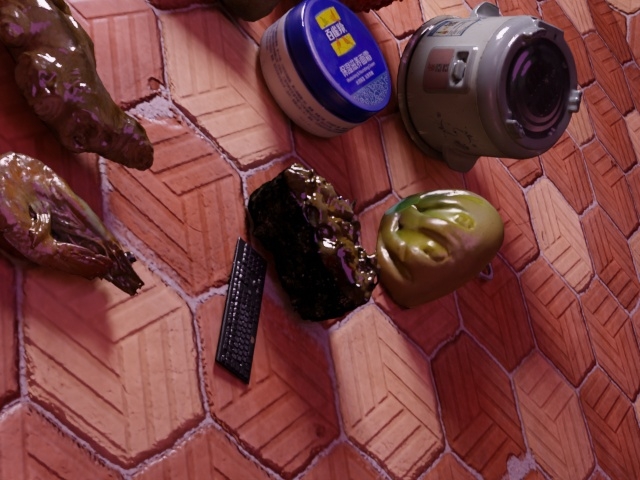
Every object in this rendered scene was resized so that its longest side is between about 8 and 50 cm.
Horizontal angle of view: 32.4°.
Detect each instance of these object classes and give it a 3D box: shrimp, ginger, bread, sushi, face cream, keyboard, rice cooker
[{"bbox_3d":[-0.276,-0.005,1.174,0.217,0.051,0.115,45,43,-28],"label":"shrimp"},{"bbox_3d":[-0.308,-0.211,1.254,0.333,0.080,0.166,54,18,-2],"label":"ginger"},{"bbox_3d":[0.202,-0.010,1.754,0.158,0.156,0.261,59,32,-10],"label":"bread"},{"bbox_3d":[0.000,0.000,1.500,0.147,0.115,0.213,-13,76,-63],"label":"sushi"},{"bbox_3d":[0.004,-0.264,1.696,0.206,0.111,0.206,34,42,-37],"label":"face cream"},{"bbox_3d":[-0.098,0.086,1.397,0.063,0.010,0.198,41,38,-34],"label":"keyboard"},{"bbox_3d":[0.283,-0.270,1.939,0.264,0.316,0.317,8,61,-40],"label":"rice cooker"}]

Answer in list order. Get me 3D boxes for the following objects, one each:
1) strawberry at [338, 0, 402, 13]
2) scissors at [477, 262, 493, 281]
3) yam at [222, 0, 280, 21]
[{"bbox_3d":[0.049,-0.521,1.815,0.351,0.267,0.312,-45,136,-40],"label":"strawberry"},{"bbox_3d":[0.301,0.007,2.015,0.100,0.015,0.189,57,32,-6],"label":"scissors"},{"bbox_3d":[-0.140,-0.412,1.600,0.194,0.107,0.107,35,42,-36],"label":"yam"}]
